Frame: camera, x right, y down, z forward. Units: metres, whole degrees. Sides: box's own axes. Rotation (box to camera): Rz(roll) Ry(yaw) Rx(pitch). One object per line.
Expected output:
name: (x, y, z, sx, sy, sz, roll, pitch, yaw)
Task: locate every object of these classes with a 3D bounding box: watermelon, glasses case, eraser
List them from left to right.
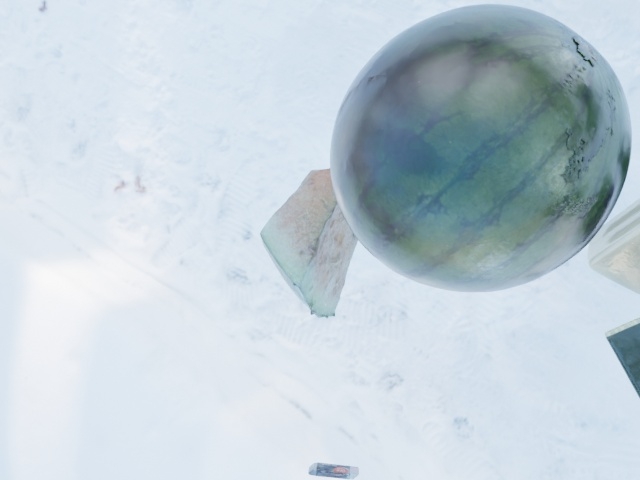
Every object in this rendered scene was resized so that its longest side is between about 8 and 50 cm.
watermelon: (-0.016, 0.002, 1.179, 0.151, 0.264, 0.302, 18, 78, 21)
eraser: (0.026, 0.454, 1.094, 0.099, 0.027, 0.019, 6, 106, 2)
watermelon: (0.128, -0.072, 0.473, 0.242, 0.242, 0.242, 5, 102, 25)
glasses case: (0.533, -0.026, 0.796, 0.131, 0.070, 0.313, 28, 148, 0)

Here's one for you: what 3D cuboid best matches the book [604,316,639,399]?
book: (1.032, 0.292, 1.549, 0.371, 0.043, 0.260, -29, 97, 17)
